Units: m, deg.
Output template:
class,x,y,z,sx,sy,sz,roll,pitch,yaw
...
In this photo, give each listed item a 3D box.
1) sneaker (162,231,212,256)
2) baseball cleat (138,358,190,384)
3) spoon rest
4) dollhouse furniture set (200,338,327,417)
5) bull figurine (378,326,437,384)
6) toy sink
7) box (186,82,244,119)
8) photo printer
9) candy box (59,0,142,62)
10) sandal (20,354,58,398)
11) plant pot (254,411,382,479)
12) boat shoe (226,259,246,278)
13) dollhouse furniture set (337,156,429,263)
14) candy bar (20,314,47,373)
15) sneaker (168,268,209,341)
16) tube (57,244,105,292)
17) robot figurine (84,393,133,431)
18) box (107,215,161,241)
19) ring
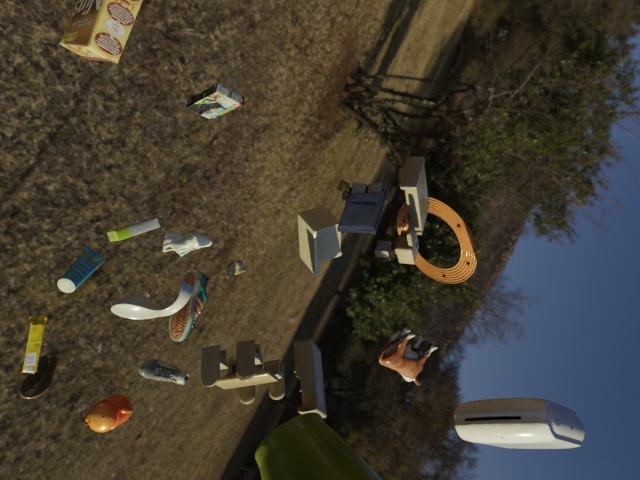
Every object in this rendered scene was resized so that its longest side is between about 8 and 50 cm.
class,x,y,z,sx,sy,sz,roll,pitch,yaw
sneaker,-0.556,0.024,1.984,0.080,0.213,0.094,68,27,-61
baseball cleat,-0.544,0.470,1.698,0.206,0.110,0.072,34,68,-59
spoon rest,-0.528,0.203,1.487,0.137,0.277,0.084,45,32,-51
dollhouse furniture set,-0.195,0.542,1.776,0.362,0.395,0.256,64,17,-58
bull figurine,0.342,0.452,1.848,0.310,0.101,0.188,33,92,-46
toy sink,0.000,0.000,1.982,0.153,0.131,0.234,48,-32,46
box,-0.376,-0.491,1.694,0.114,0.207,0.036,18,74,-41
photo printer,0.518,0.484,1.253,0.308,0.256,0.107,29,54,-42
candy box,-0.544,-0.628,1.232,0.088,0.183,0.316,23,90,-51
sandal,-0.871,0.430,1.484,0.180,0.072,0.049,-107,-143,-62
plant pot,-0.010,0.719,1.397,0.367,0.353,0.366,-25,142,-21
boat shoe,-0.333,0.108,1.853,0.063,0.059,0.170,-22,178,-29
dollhouse furniture set,0.156,-0.107,1.460,0.198,0.304,0.286,70,33,-44
candy bar,-0.735,0.268,1.220,0.018,0.040,0.161,22,-79,52
sneaker,-0.536,0.277,1.994,0.121,0.108,0.301,32,69,-59
tube,-0.760,0.090,1.516,0.052,0.080,0.207,-33,-158,16
robot figurine,-0.882,0.723,1.997,0.219,0.158,0.128,16,97,-81
box,-0.671,-0.044,1.734,0.178,0.109,0.042,-23,102,-35
ring,0.400,-0.003,1.642,0.032,0.336,0.336,-31,152,-30
